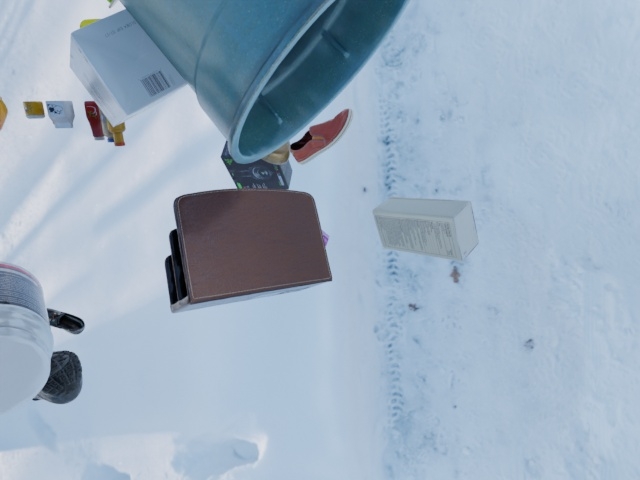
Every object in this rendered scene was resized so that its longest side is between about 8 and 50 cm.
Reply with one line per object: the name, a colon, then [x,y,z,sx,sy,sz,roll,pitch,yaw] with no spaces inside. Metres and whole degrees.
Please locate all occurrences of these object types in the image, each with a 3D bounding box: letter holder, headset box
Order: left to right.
letter holder: [-0.157,0.014,0.858,0.152,0.302,0.214,-26,73,55]
headset box: [-0.304,-0.362,1.939,0.283,0.246,0.131,0,56,12]

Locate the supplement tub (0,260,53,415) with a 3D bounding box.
supplement tub: [-0.615,0.172,0.759,0.272,0.191,0.191,34,107,45]

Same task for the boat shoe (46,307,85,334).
boat shoe: [-0.678,0.203,1.058,0.042,0.133,0.049,-43,27,43]

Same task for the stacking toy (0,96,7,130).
stacking toy: [-0.486,-0.060,0.485,0.175,0.165,0.301,24,71,23]

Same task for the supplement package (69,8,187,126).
supplement package: [-0.346,-0.305,0.741,0.244,0.139,0.133,17,141,57]

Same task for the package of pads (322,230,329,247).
package of pads: [0.000,0.000,1.383,0.050,0.083,0.032,38,124,-12]

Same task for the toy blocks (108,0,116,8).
toy blocks: [-0.651,-0.772,1.198,0.054,0.148,0.123,-27,38,32]

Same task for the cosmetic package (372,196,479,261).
cosmetic package: [0.334,-0.045,1.331,0.309,0.113,0.160,10,129,46]

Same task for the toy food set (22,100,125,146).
toy food set: [-0.581,-0.285,0.997,0.232,0.111,0.104,-1,108,-1]

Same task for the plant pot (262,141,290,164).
plant pot: [-0.173,-0.312,1.148,0.236,0.236,0.032,19,62,38]

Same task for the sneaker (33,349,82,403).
sneaker: [-0.652,0.328,0.979,0.286,0.109,0.130,14,114,35]

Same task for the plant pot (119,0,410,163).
plant pot: [-0.105,-0.340,0.531,0.334,0.341,0.341,46,118,-2]

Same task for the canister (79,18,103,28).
canister: [-0.674,-0.656,1.298,0.170,0.126,0.073,-125,30,-63]

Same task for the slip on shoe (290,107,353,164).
slip on shoe: [0.001,-0.446,1.726,0.331,0.101,0.123,-31,40,28]
